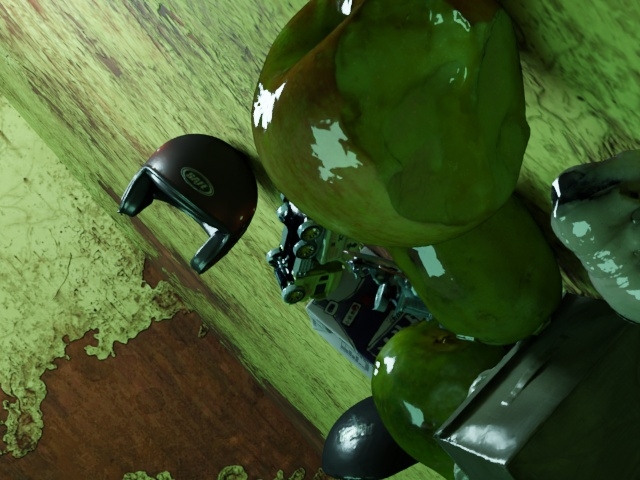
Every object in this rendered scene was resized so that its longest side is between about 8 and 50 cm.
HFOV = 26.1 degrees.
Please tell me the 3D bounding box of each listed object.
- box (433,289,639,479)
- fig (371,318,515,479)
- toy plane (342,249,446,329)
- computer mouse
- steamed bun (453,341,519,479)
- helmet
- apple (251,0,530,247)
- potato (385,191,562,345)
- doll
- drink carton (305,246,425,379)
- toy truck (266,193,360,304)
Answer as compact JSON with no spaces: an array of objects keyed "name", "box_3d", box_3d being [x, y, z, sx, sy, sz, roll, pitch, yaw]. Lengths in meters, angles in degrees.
[{"name":"box","box_3d":[0.269,0.188,1.481,0.155,0.231,0.149,51,165,-20]},{"name":"fig","box_3d":[0.181,0.241,1.846,0.206,0.206,0.275,29,136,49]},{"name":"toy plane","box_3d":[0.122,0.056,1.790,0.223,0.104,0.326,17,172,-6]},{"name":"computer mouse","box_3d":[0.119,0.288,2.179,0.170,0.269,0.100,8,113,55]},{"name":"steamed bun","box_3d":[0.260,0.231,1.645,0.144,0.218,0.211,28,136,33]},{"name":"helmet","box_3d":[-0.194,-0.068,2.144,0.189,0.193,0.216,39,171,3]},{"name":"apple","box_3d":[0.071,-0.112,1.174,0.226,0.246,0.246,39,169,-23]},{"name":"potato","box_3d":[0.160,0.009,1.464,0.253,0.148,0.186,50,-166,-44]},{"name":"doll","box_3d":[0.279,0.008,1.217,0.192,0.095,0.149,50,163,-11]},{"name":"drink carton","box_3d":[0.103,0.133,2.006,0.222,0.134,0.102,40,168,21]},{"name":"toy truck","box_3d":[0.000,0.000,1.931,0.191,0.116,0.085,104,150,-44]}]
